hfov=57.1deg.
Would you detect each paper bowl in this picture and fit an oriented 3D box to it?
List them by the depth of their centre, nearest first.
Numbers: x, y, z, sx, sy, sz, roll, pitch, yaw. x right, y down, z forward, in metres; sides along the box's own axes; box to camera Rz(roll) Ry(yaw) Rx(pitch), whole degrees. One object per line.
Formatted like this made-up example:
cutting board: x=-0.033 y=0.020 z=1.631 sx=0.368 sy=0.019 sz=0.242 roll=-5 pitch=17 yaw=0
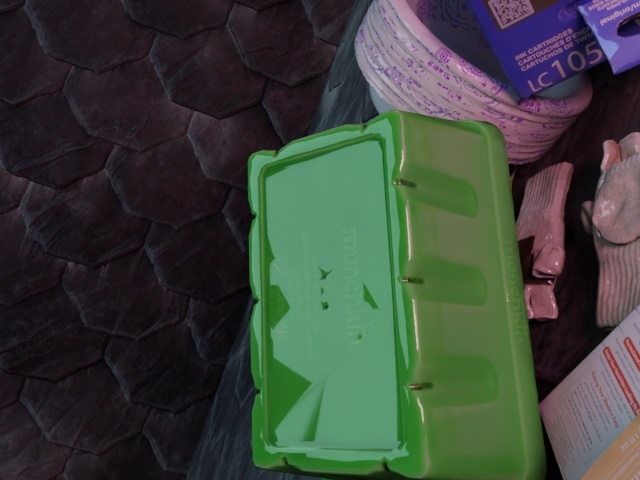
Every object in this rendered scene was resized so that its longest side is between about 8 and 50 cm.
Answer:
paper bowl: x=0.177 y=-0.206 z=0.738 sx=0.284 sy=0.285 sz=0.148 roll=-84 pitch=19 yaw=-45

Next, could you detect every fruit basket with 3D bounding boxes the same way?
fruit basket: x=0.086 y=0.075 z=0.642 sx=0.283 sy=0.392 sz=0.391 roll=-11 pitch=52 yaw=32

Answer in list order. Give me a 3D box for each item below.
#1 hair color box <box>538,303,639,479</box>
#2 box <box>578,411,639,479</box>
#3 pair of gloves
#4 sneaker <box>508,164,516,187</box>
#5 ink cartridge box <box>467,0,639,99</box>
hair color box: x=0.254 y=0.124 z=0.466 sx=0.093 sy=0.054 sz=0.167 roll=-87 pitch=21 yaw=-55
box: x=0.243 y=0.190 z=0.337 sx=0.170 sy=0.091 sz=0.130 roll=-97 pitch=30 yaw=-63
pair of gloves: x=0.269 y=-0.009 z=0.619 sx=0.240 sy=0.042 sz=0.204 roll=158 pitch=130 yaw=-71
sneaker: x=0.215 y=-0.035 z=0.782 sx=0.094 sy=0.082 sz=0.208 roll=63 pitch=-141 yaw=-44
ink cartridge box: x=0.278 y=-0.320 z=0.580 sx=0.270 sy=0.151 sz=0.395 roll=-23 pitch=37 yaw=29
